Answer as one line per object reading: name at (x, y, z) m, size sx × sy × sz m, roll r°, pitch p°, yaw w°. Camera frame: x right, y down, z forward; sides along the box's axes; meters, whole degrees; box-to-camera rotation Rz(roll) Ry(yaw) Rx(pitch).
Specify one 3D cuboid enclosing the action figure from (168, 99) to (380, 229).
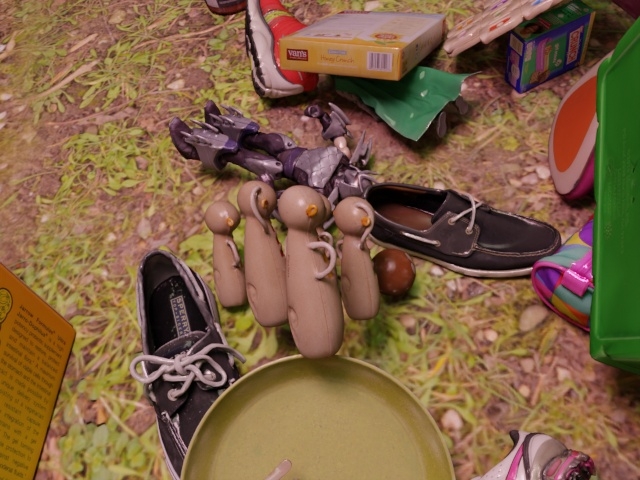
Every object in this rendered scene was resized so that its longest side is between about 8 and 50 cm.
action figure at (-0.052, -0.109, 0.800) m, size 0.285 × 0.099 × 0.185 m, roll 19°, pitch 53°, yaw 21°

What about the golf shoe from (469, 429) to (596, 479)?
golf shoe at (0.155, 0.249, 0.517) m, size 0.186 × 0.067 × 0.086 m, roll -46°, pitch 33°, yaw -21°

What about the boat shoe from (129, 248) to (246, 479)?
boat shoe at (-0.135, 0.136, 0.634) m, size 0.113 × 0.105 × 0.306 m, roll -19°, pitch 53°, yaw 0°

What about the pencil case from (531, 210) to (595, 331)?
pencil case at (0.328, -0.013, 0.633) m, size 0.236 × 0.104 × 0.104 m, roll -43°, pitch 57°, yaw -16°

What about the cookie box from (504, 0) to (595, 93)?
cookie box at (0.312, -0.265, 0.825) m, size 0.107 × 0.091 × 0.040 m, roll -26°, pitch 56°, yaw -5°

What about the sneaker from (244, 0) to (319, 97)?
sneaker at (-0.060, -0.327, 0.976) m, size 0.119 × 0.107 × 0.278 m, roll -3°, pitch 55°, yaw -11°

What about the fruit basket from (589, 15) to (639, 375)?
fruit basket at (0.428, -0.027, 0.489) m, size 0.393 × 0.283 × 0.391 m, roll -1°, pitch 80°, yaw 4°

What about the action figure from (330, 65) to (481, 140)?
action figure at (0.096, -0.216, 0.860) m, size 0.137 × 0.063 × 0.232 m, roll -44°, pitch 50°, yaw -16°

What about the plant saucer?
plant saucer at (-0.003, 0.223, 0.537) m, size 0.241 × 0.037 × 0.240 m, roll 0°, pitch 78°, yaw 0°

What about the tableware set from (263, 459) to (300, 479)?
tableware set at (-0.053, 0.289, 0.483) m, size 0.194 × 0.039 × 0.128 m, roll -44°, pitch 81°, yaw -8°

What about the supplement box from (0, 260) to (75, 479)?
supplement box at (-0.423, 0.207, 0.598) m, size 0.194 × 0.195 × 0.356 m, roll -6°, pitch 53°, yaw 10°

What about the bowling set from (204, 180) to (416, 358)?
bowling set at (0.000, 0.000, 0.650) m, size 0.200 × 0.154 × 0.287 m, roll -14°, pitch 14°, yaw -30°

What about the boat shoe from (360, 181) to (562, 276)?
boat shoe at (0.157, -0.017, 0.693) m, size 0.233 × 0.079 × 0.084 m, roll 13°, pitch 57°, yaw 20°

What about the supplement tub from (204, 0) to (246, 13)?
supplement tub at (-0.184, -0.509, 1.056) m, size 0.106 × 0.197 × 0.106 m, roll -7°, pitch 54°, yaw 10°

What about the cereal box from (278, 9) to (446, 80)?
cereal box at (0.069, -0.289, 0.871) m, size 0.173 × 0.047 × 0.240 m, roll 12°, pitch 32°, yaw 22°

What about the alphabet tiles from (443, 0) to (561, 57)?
alphabet tiles at (0.305, -0.345, 0.831) m, size 0.284 × 0.021 × 0.278 m, roll -24°, pitch 21°, yaw 27°

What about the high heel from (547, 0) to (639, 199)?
high heel at (0.419, -0.190, 0.750) m, size 0.181 × 0.127 × 0.377 m, roll 28°, pitch 79°, yaw -10°
